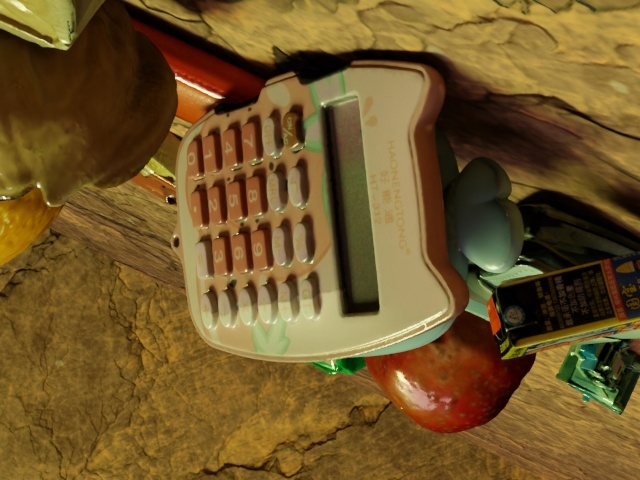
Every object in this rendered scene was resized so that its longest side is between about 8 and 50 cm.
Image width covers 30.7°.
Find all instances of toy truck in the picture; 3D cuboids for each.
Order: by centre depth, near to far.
[{"bbox_3d":[0.290,0.128,1.250,0.081,0.067,0.175,21,168,30],"label":"toy truck"}]

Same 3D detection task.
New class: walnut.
[{"bbox_3d":[-0.225,-0.127,0.827,0.238,0.204,0.141,13,130,10],"label":"walnut"}]

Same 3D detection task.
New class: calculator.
[{"bbox_3d":[-0.015,-0.018,0.890,0.048,0.220,0.330,-5,178,-42],"label":"calculator"},{"bbox_3d":[0.025,-0.003,0.913,0.042,0.188,0.303,3,170,-45],"label":"calculator"}]

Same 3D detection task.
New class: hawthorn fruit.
[{"bbox_3d":[0.123,0.107,1.254,0.200,0.179,0.179,30,169,-18],"label":"hawthorn fruit"}]

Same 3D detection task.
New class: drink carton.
[{"bbox_3d":[0.207,0.040,0.843,0.166,0.056,0.071,-12,164,-1],"label":"drink carton"}]

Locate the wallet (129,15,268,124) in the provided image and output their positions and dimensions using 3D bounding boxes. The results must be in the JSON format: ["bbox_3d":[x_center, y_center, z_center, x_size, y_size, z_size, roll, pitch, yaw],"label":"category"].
[{"bbox_3d":[-0.113,-0.135,1.020,0.204,0.045,0.142,25,168,4],"label":"wallet"}]

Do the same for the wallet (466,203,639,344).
[{"bbox_3d":[0.205,0.040,1.022,0.176,0.075,0.250,25,169,-9],"label":"wallet"}]

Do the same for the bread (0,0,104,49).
[{"bbox_3d":[-0.215,-0.219,0.685,0.210,0.109,0.192,26,163,4],"label":"bread"}]

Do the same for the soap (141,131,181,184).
[{"bbox_3d":[-0.226,-0.138,1.050,0.252,0.037,0.092,39,166,-30],"label":"soap"}]

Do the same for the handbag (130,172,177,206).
[{"bbox_3d":[-0.229,-0.111,1.376,0.190,0.062,0.127,31,168,-2],"label":"handbag"}]

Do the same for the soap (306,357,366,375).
[{"bbox_3d":[-0.017,0.060,1.426,0.273,0.098,0.218,18,-149,41],"label":"soap"}]

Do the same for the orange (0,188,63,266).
[{"bbox_3d":[-0.426,-0.102,1.194,0.341,0.293,0.340,31,159,13],"label":"orange"}]
